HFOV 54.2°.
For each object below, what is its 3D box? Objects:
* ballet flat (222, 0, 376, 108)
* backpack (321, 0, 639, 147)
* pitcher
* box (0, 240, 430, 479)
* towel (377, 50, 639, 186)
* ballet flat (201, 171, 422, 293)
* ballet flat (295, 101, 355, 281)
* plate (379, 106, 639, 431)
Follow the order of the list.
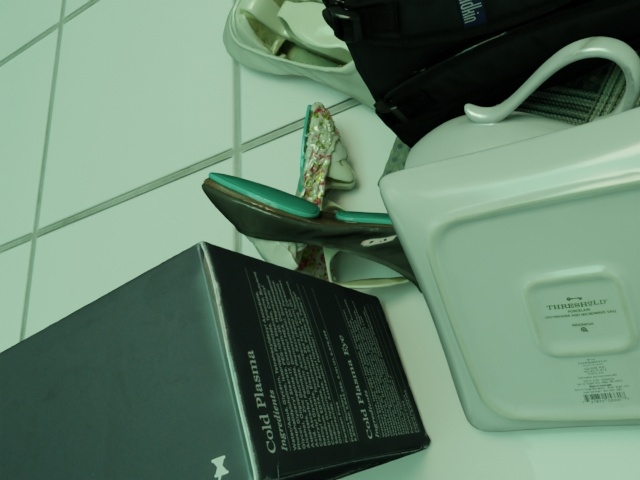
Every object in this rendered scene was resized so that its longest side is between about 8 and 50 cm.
[{"bbox_3d":[-0.030,-0.287,0.839,0.400,0.139,0.139,33,93,38],"label":"ballet flat"},{"bbox_3d":[0.196,-0.267,0.529,0.355,0.290,0.274,-8,55,29],"label":"backpack"},{"bbox_3d":[0.174,-0.076,0.538,0.207,0.178,0.125,-1,35,37],"label":"pitcher"},{"bbox_3d":[-0.123,0.175,0.604,0.343,0.312,0.179,-27,67,21],"label":"box"},{"bbox_3d":[0.244,-0.151,0.656,0.312,0.056,0.324,26,92,41],"label":"towel"},{"bbox_3d":[0.000,0.000,0.677,0.280,0.095,0.096,13,100,5],"label":"ballet flat"},{"bbox_3d":[0.003,-0.052,0.775,0.077,0.091,0.241,8,81,6],"label":"ballet flat"},{"bbox_3d":[0.206,0.049,0.495,0.277,0.045,0.278,-12,111,31],"label":"plate"}]
